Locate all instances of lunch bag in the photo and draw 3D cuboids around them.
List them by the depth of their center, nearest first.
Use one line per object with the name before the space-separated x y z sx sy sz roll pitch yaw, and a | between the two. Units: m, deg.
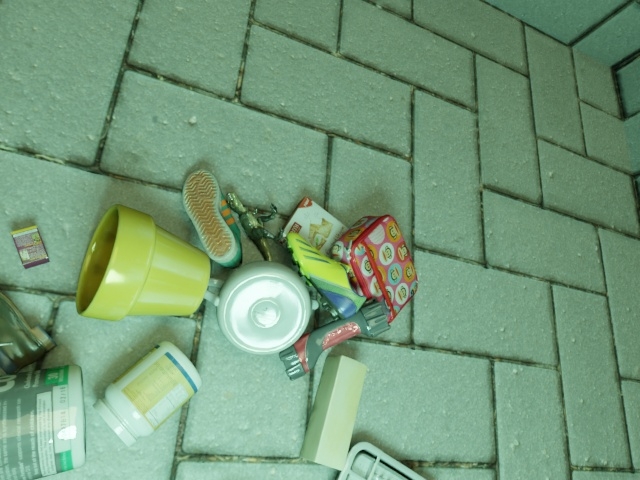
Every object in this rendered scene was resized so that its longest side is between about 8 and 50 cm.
lunch bag | 0.154 0.093 1.348 0.258 0.120 0.293 -40 116 -33

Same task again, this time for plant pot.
plant pot | -0.399 0.073 1.066 0.238 0.253 0.254 21 64 -35

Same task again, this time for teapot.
teapot | -0.156 0.157 1.187 0.252 0.187 0.256 -31 108 -5

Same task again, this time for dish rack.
dish rack | 0.152 0.728 1.207 0.332 0.072 0.286 36 61 -11

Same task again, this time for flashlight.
flashlight | 0.038 0.266 1.225 0.303 0.103 0.103 -22 110 -6

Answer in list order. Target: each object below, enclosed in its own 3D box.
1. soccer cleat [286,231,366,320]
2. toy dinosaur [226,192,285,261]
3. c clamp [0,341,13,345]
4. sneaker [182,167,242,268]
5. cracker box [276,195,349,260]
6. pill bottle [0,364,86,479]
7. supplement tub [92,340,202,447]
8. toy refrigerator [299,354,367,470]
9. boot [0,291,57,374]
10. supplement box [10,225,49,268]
soccer cleat | 0.011 0.082 1.241 0.121 0.093 0.289 -34 70 -9
toy dinosaur | -0.164 -0.032 1.293 0.268 0.118 0.064 63 16 2
c clamp | -0.705 0.269 0.913 0.137 0.022 0.161 9 114 -33
sneaker | -0.288 -0.053 1.240 0.108 0.121 0.302 -22 64 -2
cracker box | 0.000 0.000 1.375 0.232 0.067 0.156 36 62 -11
pill bottle | -0.644 0.365 0.858 0.360 0.204 0.205 -4 75 -28
supplement tub | -0.384 0.341 1.028 0.199 0.144 0.144 -41 93 -30
toy refrigerator | 0.040 0.455 1.225 0.094 0.102 0.270 26 63 -17
boot | -0.684 0.184 0.970 0.219 0.082 0.106 46 57 -8
supplement box | -0.667 0.016 1.055 0.054 0.043 0.083 -20 82 -30
